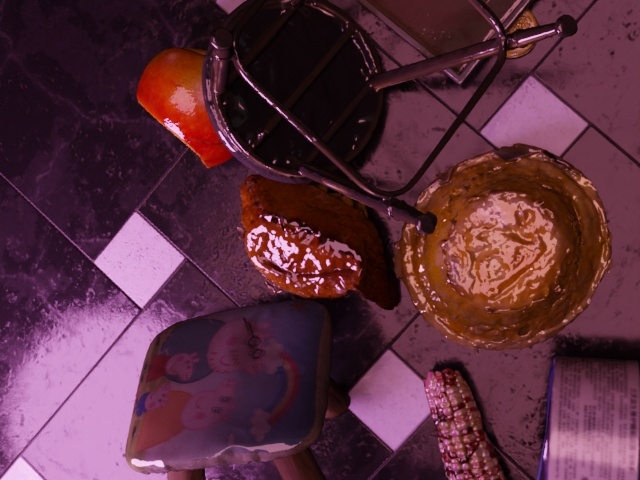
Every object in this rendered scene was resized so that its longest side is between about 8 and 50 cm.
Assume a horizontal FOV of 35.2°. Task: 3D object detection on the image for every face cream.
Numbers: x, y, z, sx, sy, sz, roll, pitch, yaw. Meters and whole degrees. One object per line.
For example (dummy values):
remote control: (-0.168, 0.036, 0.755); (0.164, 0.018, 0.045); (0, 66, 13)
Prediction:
face cream: (0.436, 0.295, 1.475); (0.225, 0.249, 0.249); (6, 94, 14)

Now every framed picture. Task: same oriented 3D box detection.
framed picture: (0.239, -0.440, 1.591); (0.240, 0.020, 0.324); (42, 99, 16)

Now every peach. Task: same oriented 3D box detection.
peach: (-0.206, -0.214, 1.634); (0.190, 0.190, 0.192); (8, 97, 12)

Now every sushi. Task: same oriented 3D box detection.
sushi: (-0.002, -0.003, 1.619); (0.296, 0.179, 0.167); (22, 114, 14)

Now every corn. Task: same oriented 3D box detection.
corn: (0.236, 0.337, 1.608); (0.092, 0.092, 0.280); (-19, 84, 13)

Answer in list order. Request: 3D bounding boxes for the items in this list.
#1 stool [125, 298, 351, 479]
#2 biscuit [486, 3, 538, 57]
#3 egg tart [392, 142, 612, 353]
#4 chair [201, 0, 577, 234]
stool: (-0.107, 0.275, 1.547); (0.310, 0.310, 0.226); (-11, 128, 14)
biscuit: (0.303, -0.331, 1.593); (0.084, 0.023, 0.084); (1, 93, 13)
egg tart: (0.283, 0.014, 1.558); (0.341, 0.132, 0.341); (0, 91, 11)
chair: (0.031, -0.245, 1.416); (0.362, 0.410, 0.364); (40, 74, -15)
